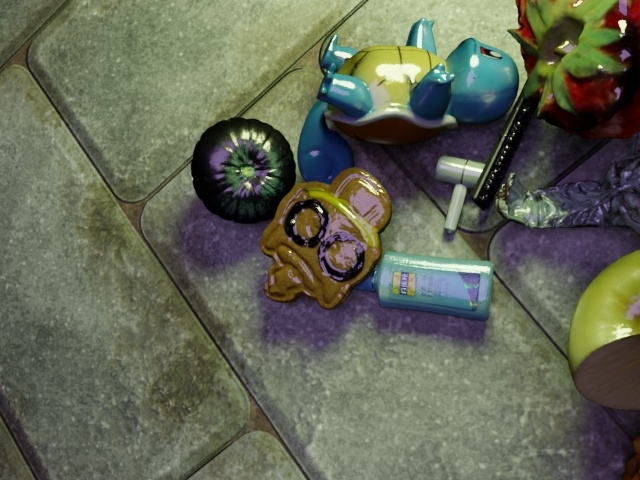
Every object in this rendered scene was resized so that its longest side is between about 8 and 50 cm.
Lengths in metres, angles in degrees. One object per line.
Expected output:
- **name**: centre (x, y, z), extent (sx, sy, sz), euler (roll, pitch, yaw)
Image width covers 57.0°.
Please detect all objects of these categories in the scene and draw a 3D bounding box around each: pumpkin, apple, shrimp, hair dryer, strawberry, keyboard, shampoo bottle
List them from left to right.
- **pumpkin**: centre (-0.142, -0.130, 1.097), extent (0.201, 0.140, 0.202), euler (-2, 98, -12)
- **shampoo bottle**: centre (0.168, 0.075, 1.037), extent (0.258, 0.061, 0.104), euler (6, 89, 17)
- **hair dryer**: centre (0.237, -0.077, 1.045), extent (0.081, 0.047, 0.138), euler (15, 96, 17)
- **keyboard**: centre (0.318, -0.162, 1.001), extent (0.025, 0.093, 0.230), euler (26, 92, 28)
- **strawberry**: centre (0.434, -0.293, 0.842), extent (0.291, 0.309, 0.292), euler (14, 107, 54)
- **shrimp**: centre (0.492, -0.078, 0.921), extent (0.410, 0.166, 0.222), euler (-11, 59, 28)
- **apple**: centre (0.519, 0.133, 0.825), extent (0.295, 0.257, 0.234), euler (-8, 56, 54)

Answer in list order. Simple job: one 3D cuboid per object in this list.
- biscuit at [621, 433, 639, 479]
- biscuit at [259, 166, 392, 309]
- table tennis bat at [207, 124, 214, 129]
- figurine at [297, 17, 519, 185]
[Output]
- **biscuit**: centre (0.610, 0.421, 0.855), extent (0.311, 0.110, 0.319), euler (-2, 84, 18)
- **biscuit**: centre (0.000, 0.000, 1.035), extent (0.208, 0.041, 0.290), euler (44, 102, 13)
- **table tennis bat**: centre (-0.197, -0.158, 1.188), extent (0.098, 0.019, 0.155), euler (-18, 83, 12)
- **figurine**: centre (0.118, -0.250, 1.006), extent (0.416, 0.298, 0.243), euler (-22, 113, 15)
